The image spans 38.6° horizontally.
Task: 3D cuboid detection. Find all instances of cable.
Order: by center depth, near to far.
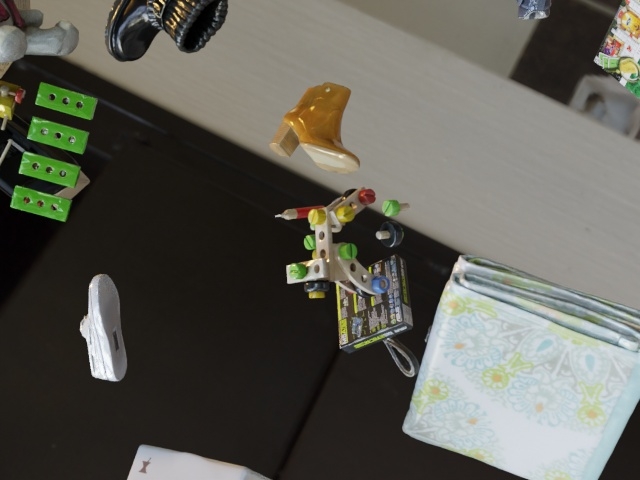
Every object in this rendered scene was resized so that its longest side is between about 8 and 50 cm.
[{"bbox_3d":[0.164,0.253,2.491,0.072,0.287,0.139,-10,-22,-36],"label":"cable"}]

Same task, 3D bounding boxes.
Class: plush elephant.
[{"bbox_3d":[-0.618,-0.460,1.626,0.272,0.330,0.255,-38,-47,-67],"label":"plush elephant"}]

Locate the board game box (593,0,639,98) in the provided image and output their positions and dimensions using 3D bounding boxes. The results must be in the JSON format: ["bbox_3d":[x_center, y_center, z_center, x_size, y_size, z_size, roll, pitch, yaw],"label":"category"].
[{"bbox_3d":[0.621,-0.400,1.744,0.030,0.136,0.260,-34,-25,-26],"label":"board game box"}]

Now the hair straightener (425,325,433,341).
[{"bbox_3d":[0.287,0.233,2.036,0.047,0.089,0.230,-38,4,-15],"label":"hair straightener"}]

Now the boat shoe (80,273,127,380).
[{"bbox_3d":[-0.514,0.204,2.112,0.095,0.084,0.258,-35,-57,-69],"label":"boat shoe"}]

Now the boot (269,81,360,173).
[{"bbox_3d":[0.023,-0.283,2.208,0.211,0.295,0.104,-57,-43,-16],"label":"boot"}]

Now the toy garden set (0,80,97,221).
[{"bbox_3d":[-0.555,-0.182,1.756,0.049,0.203,0.244,-120,46,-81],"label":"toy garden set"}]

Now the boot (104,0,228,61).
[{"bbox_3d":[-0.386,-0.528,2.253,0.131,0.260,0.348,-22,-29,-48],"label":"boot"}]

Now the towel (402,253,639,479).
[{"bbox_3d":[0.316,0.216,1.408,0.090,0.320,0.375,-55,-19,-51],"label":"towel"}]

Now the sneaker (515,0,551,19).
[{"bbox_3d":[0.509,-0.634,2.242,0.226,0.086,0.163,-95,-1,-55],"label":"sneaker"}]

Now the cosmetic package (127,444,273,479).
[{"bbox_3d":[-0.103,0.493,1.510,0.453,0.230,0.162,42,-122,-46],"label":"cosmetic package"}]

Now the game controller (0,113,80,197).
[{"bbox_3d":[-0.692,-0.195,2.051,0.166,0.319,0.067,-42,-27,-28],"label":"game controller"}]

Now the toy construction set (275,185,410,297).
[{"bbox_3d":[0.000,0.000,2.042,0.237,0.309,0.258,-7,-67,-37],"label":"toy construction set"}]

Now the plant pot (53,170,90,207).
[{"bbox_3d":[-0.650,-0.148,2.244,0.109,0.109,0.096,-42,5,1],"label":"plant pot"}]

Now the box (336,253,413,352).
[{"bbox_3d":[0.124,0.150,2.163,0.184,0.045,0.191,-28,49,30],"label":"box"}]

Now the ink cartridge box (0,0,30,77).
[{"bbox_3d":[-0.783,-0.533,2.215,0.234,0.088,0.193,-30,64,48],"label":"ink cartridge box"}]
